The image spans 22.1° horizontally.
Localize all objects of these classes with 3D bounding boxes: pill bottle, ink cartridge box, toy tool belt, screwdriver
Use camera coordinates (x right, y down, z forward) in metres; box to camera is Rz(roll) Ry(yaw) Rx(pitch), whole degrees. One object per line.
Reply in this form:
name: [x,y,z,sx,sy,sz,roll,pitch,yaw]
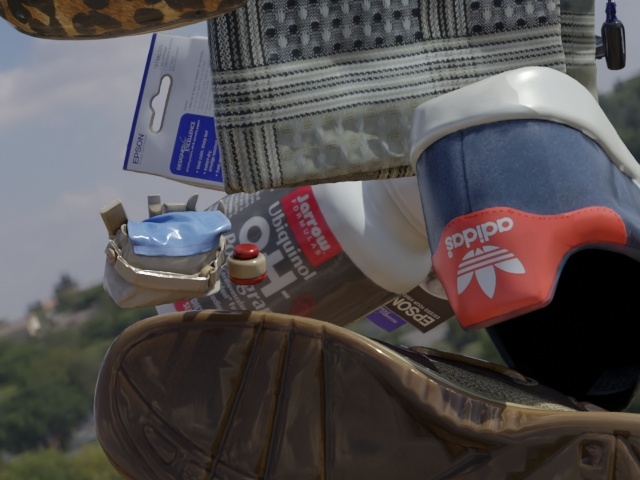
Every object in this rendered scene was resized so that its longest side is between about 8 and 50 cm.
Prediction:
pill bottle: [0.000,0.000,1.616,0.318,0.176,0.176,-31,-4,24]
ink cartridge box: [-0.049,-0.134,1.901,0.371,0.176,0.069,11,-3,26]
toy tool belt: [-0.064,0.000,0.777,0.083,0.051,0.052,-9,22,-24]
ink cartridge box: [0.102,0.041,2.111,0.208,0.206,0.045,-34,39,29]
screwdriver: [0.293,-0.255,1.651,0.025,0.170,0.024,-11,18,-22]

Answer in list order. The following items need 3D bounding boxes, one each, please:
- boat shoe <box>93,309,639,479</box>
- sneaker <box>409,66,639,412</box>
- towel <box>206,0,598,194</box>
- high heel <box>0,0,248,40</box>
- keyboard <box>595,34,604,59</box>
boat shoe: [0.057,0.112,0.832,0.342,0.123,0.123,8,-3,11]
sneaker: [0.168,0.040,0.910,0.131,0.148,0.350,-23,-32,35]
towel: [0.067,-0.197,1.142,0.324,0.312,0.056,-8,8,-29]
high heel: [-0.138,-0.188,0.708,0.093,0.186,0.261,-40,42,-23]
keyboard: [0.239,-0.231,1.819,0.108,0.023,0.180,-22,36,-39]
